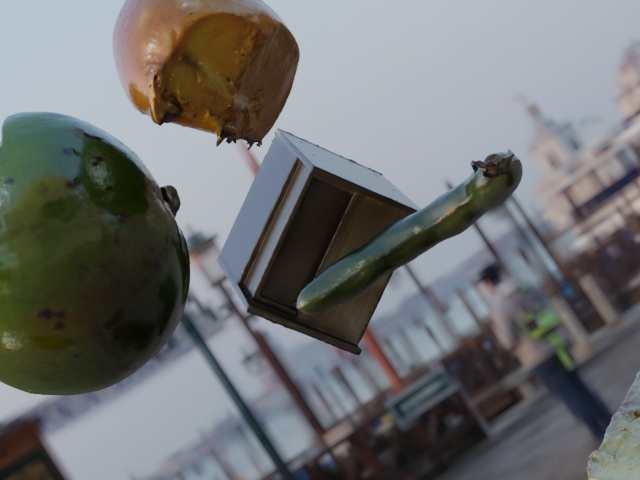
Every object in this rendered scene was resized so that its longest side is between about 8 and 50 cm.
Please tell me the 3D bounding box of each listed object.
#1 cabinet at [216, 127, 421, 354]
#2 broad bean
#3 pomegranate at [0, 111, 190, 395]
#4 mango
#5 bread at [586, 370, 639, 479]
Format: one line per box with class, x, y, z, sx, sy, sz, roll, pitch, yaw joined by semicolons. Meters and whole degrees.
cabinet;0.000;0.000;2.061;0.174;0.148;0.215;-65;16;7
broad bean;0.101;-0.016;1.848;0.292;0.049;0.144;-37;-12;35
pomegranate;-0.257;0.023;1.524;0.302;0.236;0.236;-13;-5;-4
mango;-0.091;-0.149;1.492;0.126;0.154;0.252;-58;6;7
bread;0.425;0.294;2.014;0.242;0.405;0.345;5;37;26
